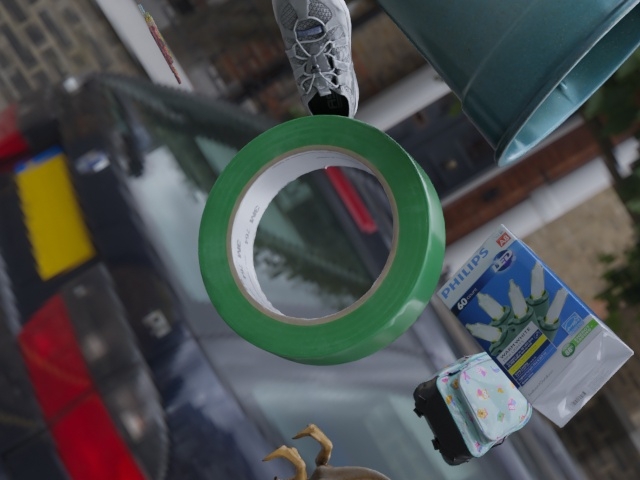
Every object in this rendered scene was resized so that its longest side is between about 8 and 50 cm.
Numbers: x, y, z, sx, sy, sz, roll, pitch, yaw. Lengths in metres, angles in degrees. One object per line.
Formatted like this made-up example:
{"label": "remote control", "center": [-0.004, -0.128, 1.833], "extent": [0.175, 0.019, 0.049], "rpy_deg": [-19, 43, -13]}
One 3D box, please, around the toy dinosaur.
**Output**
{"label": "toy dinosaur", "center": [0.008, 0.241, 1.560], "extent": [0.112, 0.211, 0.064], "rpy_deg": [56, 42, 1]}

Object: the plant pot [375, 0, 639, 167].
{"label": "plant pot", "center": [0.222, -0.326, 1.888], "extent": [0.334, 0.341, 0.341], "rpy_deg": [46, 3, 9]}

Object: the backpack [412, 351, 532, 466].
{"label": "backpack", "center": [0.276, 0.277, 2.679], "extent": [0.188, 0.144, 0.166], "rpy_deg": [-25, 84, -46]}

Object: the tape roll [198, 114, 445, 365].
{"label": "tape roll", "center": [0.000, 0.000, 2.022], "extent": [0.321, 0.321, 0.077], "rpy_deg": [61, 11, 21]}

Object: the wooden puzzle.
{"label": "wooden puzzle", "center": [-0.150, -0.186, 1.451], "extent": [0.083, 0.006, 0.049], "rpy_deg": [62, 1, -37]}

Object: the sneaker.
{"label": "sneaker", "center": [0.006, -0.265, 2.285], "extent": [0.115, 0.105, 0.281], "rpy_deg": [-94, 165, -47]}

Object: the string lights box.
{"label": "string lights box", "center": [0.270, 0.106, 1.994], "extent": [0.076, 0.133, 0.260], "rpy_deg": [36, 9, -38]}
